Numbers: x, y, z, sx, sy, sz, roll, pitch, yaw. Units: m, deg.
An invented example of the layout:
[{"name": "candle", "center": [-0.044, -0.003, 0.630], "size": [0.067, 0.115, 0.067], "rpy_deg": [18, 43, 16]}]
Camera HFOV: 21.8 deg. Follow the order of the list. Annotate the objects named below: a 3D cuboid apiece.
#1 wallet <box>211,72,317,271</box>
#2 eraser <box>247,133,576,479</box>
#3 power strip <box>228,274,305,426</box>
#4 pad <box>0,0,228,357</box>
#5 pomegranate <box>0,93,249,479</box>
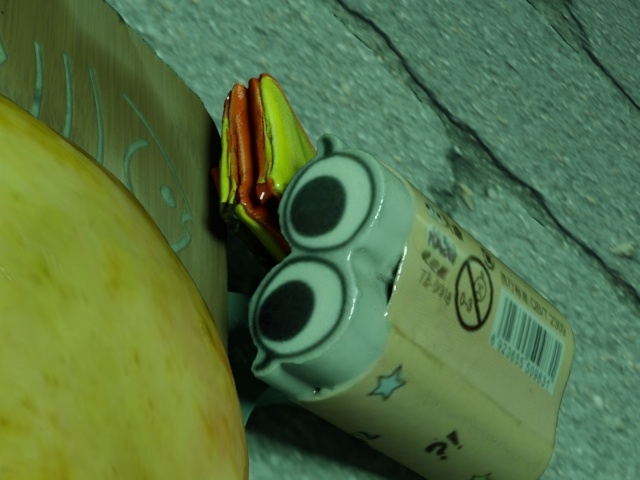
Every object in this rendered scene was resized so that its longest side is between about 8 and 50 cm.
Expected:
[{"name": "wallet", "center": [0.000, 0.000, 1.208], "size": [0.241, 0.067, 0.141], "rpy_deg": [52, 21, -40]}, {"name": "eraser", "center": [0.073, 0.063, 1.144], "size": [0.290, 0.087, 0.171], "rpy_deg": [36, 62, -49]}, {"name": "power strip", "center": [-0.059, 0.110, 1.093], "size": [0.167, 0.054, 0.253], "rpy_deg": [41, 35, -12]}, {"name": "pad", "center": [-0.146, -0.064, 1.042], "size": [0.284, 0.018, 0.286], "rpy_deg": [44, 29, -37]}, {"name": "pomegranate", "center": [-0.224, 0.115, 0.636], "size": [0.411, 0.411, 0.411], "rpy_deg": [29, 38, -26]}]
